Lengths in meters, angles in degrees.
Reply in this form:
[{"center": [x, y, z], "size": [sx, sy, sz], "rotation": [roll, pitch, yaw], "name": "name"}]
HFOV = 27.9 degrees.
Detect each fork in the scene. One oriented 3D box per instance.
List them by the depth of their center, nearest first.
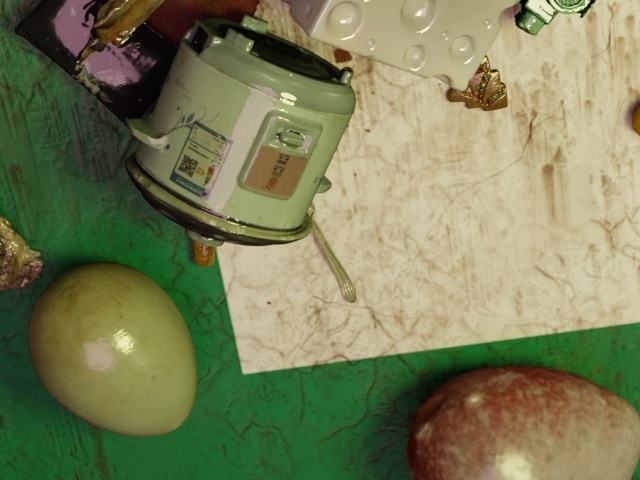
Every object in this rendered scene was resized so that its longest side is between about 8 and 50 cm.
[{"center": [0.000, 0.002, 1.874], "size": [0.034, 0.028, 0.219], "rotation": [-23, 111, 7], "name": "fork"}]

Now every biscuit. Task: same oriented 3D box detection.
[{"center": [0.222, -0.210, 1.784], "size": [0.092, 0.016, 0.082], "rotation": [37, 109, -12], "name": "biscuit"}]

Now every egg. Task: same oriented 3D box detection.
[{"center": [-0.290, 0.165, 1.853], "size": [0.218, 0.218, 0.295], "rotation": [-26, 123, 12], "name": "egg"}]

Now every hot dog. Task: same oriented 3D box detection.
[{"center": [-0.170, -0.025, 1.868], "size": [0.044, 0.028, 0.137], "rotation": [10, 115, 5], "name": "hot dog"}]

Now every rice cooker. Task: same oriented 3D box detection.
[{"center": [-0.106, -0.130, 1.693], "size": [0.317, 0.264, 0.316], "rotation": [-14, 124, -22], "name": "rice cooker"}]

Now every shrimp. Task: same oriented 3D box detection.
[{"center": [-0.266, -0.353, 1.683], "size": [0.254, 0.059, 0.145], "rotation": [-44, 107, 0], "name": "shrimp"}]

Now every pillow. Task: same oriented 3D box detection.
[{"center": [-0.294, -0.264, 1.752], "size": [0.208, 0.055, 0.141], "rotation": [42, 102, -16], "name": "pillow"}]

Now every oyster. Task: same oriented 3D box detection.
[{"center": [-0.486, 0.012, 1.881], "size": [0.108, 0.053, 0.165], "rotation": [-21, 119, 21], "name": "oyster"}]

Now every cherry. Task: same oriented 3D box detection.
[{"center": [0.291, 0.345, 1.877], "size": [0.335, 0.291, 0.326], "rotation": [0, 96, -14], "name": "cherry"}]

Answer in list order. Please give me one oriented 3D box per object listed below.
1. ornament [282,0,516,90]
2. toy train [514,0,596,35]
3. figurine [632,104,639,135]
[{"center": [0.093, -0.362, 1.560], "size": [0.240, 0.239, 0.240], "rotation": [14, 116, -33], "name": "ornament"}, {"center": [0.320, -0.396, 1.653], "size": [0.154, 0.115, 0.269], "rotation": [37, 110, -5], "name": "toy train"}, {"center": [0.486, -0.212, 1.745], "size": [0.176, 0.121, 0.122], "rotation": [-45, 77, 28], "name": "figurine"}]
